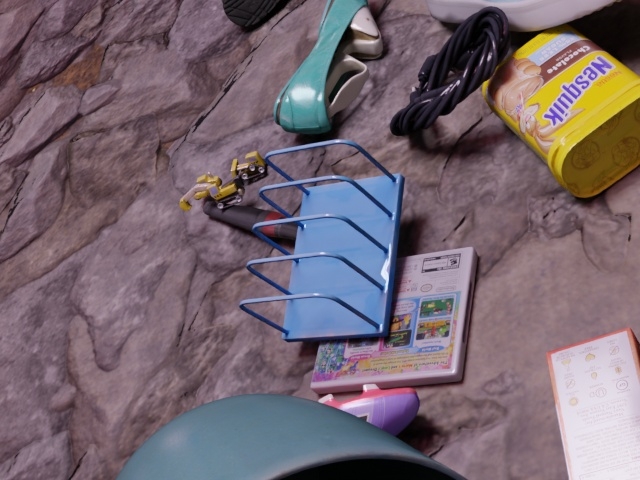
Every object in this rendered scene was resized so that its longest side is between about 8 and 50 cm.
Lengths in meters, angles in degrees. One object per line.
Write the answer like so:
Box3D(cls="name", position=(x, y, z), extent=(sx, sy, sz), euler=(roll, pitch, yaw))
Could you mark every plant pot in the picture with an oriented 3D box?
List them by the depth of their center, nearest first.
Box3D(cls="plant pot", position=(-0.036, 0.247, 0.762), extent=(0.293, 0.293, 0.235), euler=(-47, 25, -7))

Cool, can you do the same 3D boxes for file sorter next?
Box3D(cls="file sorter", position=(0.000, 0.000, 1.018), extent=(0.118, 0.104, 0.170), euler=(-7, 63, 32))

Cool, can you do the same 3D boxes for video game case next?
Box3D(cls="video game case", position=(0.072, 0.078, 1.015), extent=(0.157, 0.019, 0.143), euler=(-10, 50, 30))

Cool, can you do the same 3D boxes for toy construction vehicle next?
Box3D(cls="toy construction vehicle", position=(-0.119, -0.073, 1.257), extent=(0.098, 0.035, 0.086), euler=(-18, 27, 16))

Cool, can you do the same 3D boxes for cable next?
Box3D(cls="cable", position=(0.135, -0.177, 1.108), extent=(0.150, 0.047, 0.184), euler=(-50, 12, -14))

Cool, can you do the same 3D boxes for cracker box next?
Box3D(cls="cracker box", position=(0.222, 0.197, 0.689), extent=(0.067, 0.156, 0.232), euler=(-20, 45, 22))

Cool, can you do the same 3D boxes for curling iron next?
Box3D(cls="curling iron", position=(-0.043, -0.023, 1.184), extent=(0.274, 0.035, 0.068), euler=(5, 37, 46))

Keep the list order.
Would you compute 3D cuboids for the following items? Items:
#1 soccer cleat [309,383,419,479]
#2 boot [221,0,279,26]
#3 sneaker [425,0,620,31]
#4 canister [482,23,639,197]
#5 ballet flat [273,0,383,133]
Box3D(cls="soccer cleat", position=(-0.014, 0.208, 0.933), extent=(0.248, 0.083, 0.095), euler=(-26, 67, 12))
Box3D(cls="boot", position=(-0.054, -0.421, 1.510), extent=(0.246, 0.083, 0.161), euler=(-32, 36, 9))
Box3D(cls="sneaker", position=(0.204, -0.316, 1.103), extent=(0.135, 0.150, 0.366), euler=(-41, 27, -21))
Box3D(cls="canister", position=(0.248, -0.133, 1.024), extent=(0.126, 0.073, 0.170), euler=(-37, 39, 4))
Box3D(cls="ballet flat", position=(0.028, -0.226, 1.284), extent=(0.087, 0.083, 0.247), euler=(16, 63, 18))
